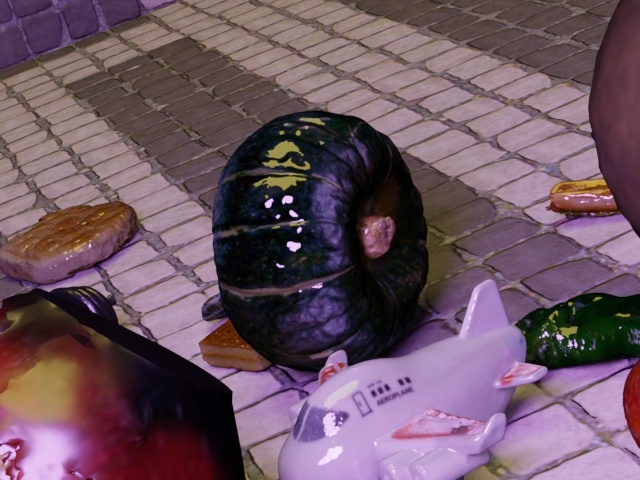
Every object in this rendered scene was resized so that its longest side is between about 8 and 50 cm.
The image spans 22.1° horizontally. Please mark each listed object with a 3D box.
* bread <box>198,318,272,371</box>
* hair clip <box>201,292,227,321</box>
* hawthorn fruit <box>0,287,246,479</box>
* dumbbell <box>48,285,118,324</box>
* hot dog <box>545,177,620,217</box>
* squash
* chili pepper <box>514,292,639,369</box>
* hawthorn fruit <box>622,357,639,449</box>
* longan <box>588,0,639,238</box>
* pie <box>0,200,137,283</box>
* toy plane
[{"bbox_3d":[-0.065,0.097,1.692,0.090,0.035,0.094,2,30,44],"label":"bread"},{"bbox_3d":[-0.022,0.047,1.762,0.229,0.066,0.036,-12,65,11],"label":"hair clip"},{"bbox_3d":[-0.199,0.188,1.218,0.316,0.316,0.316,-16,21,6],"label":"hawthorn fruit"},{"bbox_3d":[-0.288,0.113,1.755,0.099,0.099,0.208,-2,26,38],"label":"dumbbell"},{"bbox_3d":[0.304,-0.044,1.732,0.133,0.041,0.056,-4,25,17],"label":"hot dog"},{"bbox_3d":[0.000,0.000,1.578,0.165,0.252,0.252,3,29,28],"label":"squash"},{"bbox_3d":[0.278,0.075,1.422,0.224,0.061,0.098,-7,17,32],"label":"chili pepper"},{"bbox_3d":[0.321,0.115,1.140,0.185,0.185,0.202,-27,43,-19],"label":"hawthorn fruit"},{"bbox_3d":[0.435,-0.121,1.353,0.436,0.404,0.404,-38,24,-9],"label":"longan"},{"bbox_3d":[-0.328,-0.002,2.149,0.195,0.046,0.195,-17,22,7],"label":"pie"},{"bbox_3d":[0.072,0.139,1.364,0.252,0.118,0.252,-19,21,8],"label":"toy plane"}]
